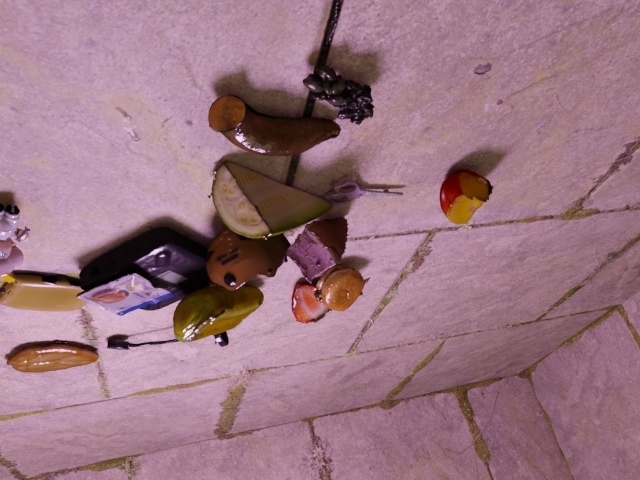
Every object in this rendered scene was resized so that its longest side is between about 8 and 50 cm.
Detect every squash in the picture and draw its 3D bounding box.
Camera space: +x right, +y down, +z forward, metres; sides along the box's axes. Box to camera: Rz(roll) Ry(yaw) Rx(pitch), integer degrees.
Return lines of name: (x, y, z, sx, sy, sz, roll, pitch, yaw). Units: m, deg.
squash: (-0.119, -0.099, 1.364, 0.111, 0.203, 0.289, -35, 179, 32)

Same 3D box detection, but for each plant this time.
plant: (0.041, -0.276, 1.103, 0.174, 0.087, 0.085, 20, 99, -43)

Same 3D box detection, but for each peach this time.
peach: (0.363, -0.115, 1.510, 0.151, 0.118, 0.151, -50, 174, -7)

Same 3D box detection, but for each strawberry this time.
strawberry: (-0.040, 0.189, 1.865, 0.146, 0.082, 0.187, -39, 135, -3)

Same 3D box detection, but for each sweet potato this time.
sweet potato: (-0.084, -0.213, 1.134, 0.286, 0.085, 0.112, 3, 141, -32)

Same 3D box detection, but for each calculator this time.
calculator: (-0.687, 0.138, 1.483, 0.157, 0.033, 0.236, -37, 147, 30)

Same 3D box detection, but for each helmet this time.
helmet: (-0.186, 0.018, 1.412, 0.224, 0.198, 0.130, -13, 110, 19)

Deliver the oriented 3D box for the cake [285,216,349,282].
cake: (0.000, 0.000, 1.442, 0.116, 0.113, 0.295, -41, -176, 16)

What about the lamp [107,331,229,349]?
lamp: (-0.478, 0.288, 1.850, 0.371, 0.108, 0.130, -4, 164, 6)

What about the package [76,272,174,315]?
package: (-0.476, 0.135, 1.442, 0.171, 0.027, 0.173, -23, 148, 13)

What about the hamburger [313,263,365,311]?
hamburger: (0.059, 0.144, 1.794, 0.138, 0.083, 0.147, 31, 99, -36)

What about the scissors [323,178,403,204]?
scissors: (0.115, -0.121, 1.463, 0.212, 0.021, 0.110, -3, 155, -25)

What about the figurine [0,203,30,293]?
figurine: (-0.677, 0.011, 1.197, 0.137, 0.112, 0.229, 3, 133, -45)

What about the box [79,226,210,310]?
box: (-0.416, 0.087, 1.492, 0.290, 0.073, 0.289, -25, 151, 16)

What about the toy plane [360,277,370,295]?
toy plane: (0.096, 0.190, 1.955, 0.188, 0.062, 0.135, -27, 178, 12)

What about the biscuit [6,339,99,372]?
biscuit: (-0.819, 0.366, 1.801, 0.260, 0.041, 0.203, 4, 145, -30)

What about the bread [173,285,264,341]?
bread: (-0.280, 0.184, 1.615, 0.166, 0.112, 0.383, -40, 170, 9)
